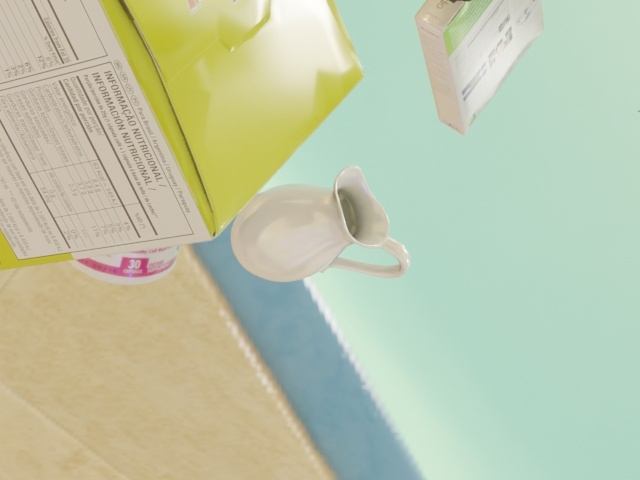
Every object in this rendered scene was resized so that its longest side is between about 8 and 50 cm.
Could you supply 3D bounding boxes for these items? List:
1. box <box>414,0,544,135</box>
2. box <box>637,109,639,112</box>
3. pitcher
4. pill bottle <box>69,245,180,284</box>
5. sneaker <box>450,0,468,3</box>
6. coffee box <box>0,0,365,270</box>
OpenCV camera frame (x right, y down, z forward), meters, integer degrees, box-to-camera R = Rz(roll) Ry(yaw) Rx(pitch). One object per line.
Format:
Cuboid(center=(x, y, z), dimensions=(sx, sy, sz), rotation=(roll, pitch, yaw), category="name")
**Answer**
Cuboid(center=(0.245, -0.327, 2.096), dimensions=(0.058, 0.322, 0.232), rotation=(32, 76, 21), category="box")
Cuboid(center=(0.499, -0.146, 1.743), dimensions=(0.109, 0.178, 0.042), rotation=(-3, 92, -60), category="box")
Cuboid(center=(0.000, 0.000, 1.806), dimensions=(0.178, 0.207, 0.125), rotation=(50, 46, -26), category="pitcher")
Cuboid(center=(-0.230, -0.100, 1.747), dimensions=(0.160, 0.160, 0.283), rotation=(-1, 125, -28), category="pill bottle")
Cuboid(center=(0.163, -0.368, 1.862), dimensions=(0.152, 0.084, 0.058), rotation=(27, 74, -24), category="sneaker")
Cuboid(center=(-0.215, -0.206, 1.357), dimensions=(0.337, 0.334, 0.338), rotation=(-51, 125, -48), category="coffee box")
